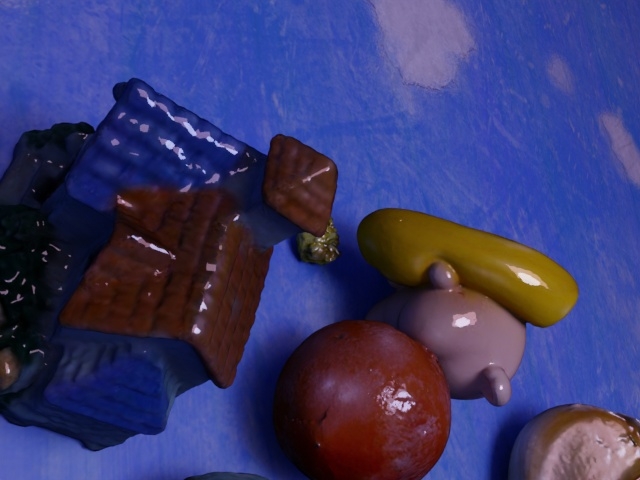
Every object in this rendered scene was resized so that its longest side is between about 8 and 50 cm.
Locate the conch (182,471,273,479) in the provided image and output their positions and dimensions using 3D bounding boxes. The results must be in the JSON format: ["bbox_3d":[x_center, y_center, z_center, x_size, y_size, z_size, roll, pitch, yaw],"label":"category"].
[{"bbox_3d":[-0.090,0.332,0.599,0.277,0.195,0.220,-10,85,-76],"label":"conch"}]

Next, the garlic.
[{"bbox_3d":[0.422,0.420,0.978,0.313,0.249,0.286,-43,119,-23],"label":"garlic"}]

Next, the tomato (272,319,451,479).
[{"bbox_3d":[0.047,0.200,0.741,0.208,0.208,0.184,48,53,-15],"label":"tomato"}]

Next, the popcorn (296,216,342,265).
[{"bbox_3d":[0.000,-0.003,0.886,0.068,0.059,0.083,47,40,-16],"label":"popcorn"}]

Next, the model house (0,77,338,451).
[{"bbox_3d":[-0.150,0.004,0.567,0.251,0.329,0.295,36,50,-29],"label":"model house"}]

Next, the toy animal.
[{"bbox_3d":[0.154,0.093,0.893,0.277,0.345,0.247,18,94,-13],"label":"toy animal"}]
